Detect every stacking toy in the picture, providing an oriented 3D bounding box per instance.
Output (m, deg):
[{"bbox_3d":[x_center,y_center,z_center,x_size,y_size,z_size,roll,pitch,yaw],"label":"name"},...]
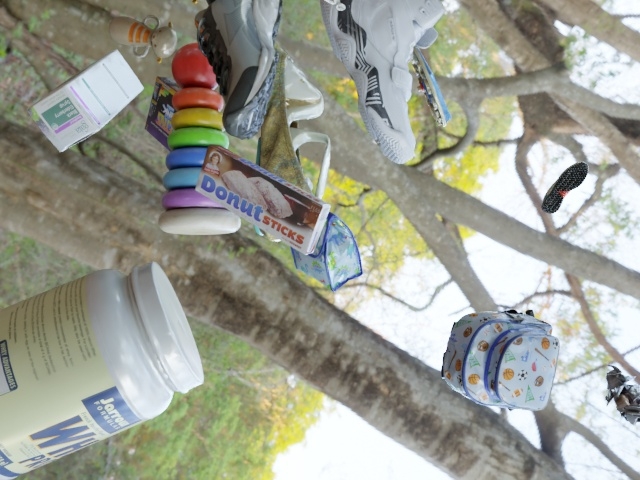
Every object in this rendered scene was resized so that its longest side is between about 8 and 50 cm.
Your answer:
[{"bbox_3d":[-0.210,-0.179,1.127,0.141,0.141,0.331,166,-76,-70],"label":"stacking toy"}]

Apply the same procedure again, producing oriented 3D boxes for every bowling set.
[{"bbox_3d":[-0.254,-0.429,0.958,0.287,0.154,0.200,-69,158,2],"label":"bowling set"}]

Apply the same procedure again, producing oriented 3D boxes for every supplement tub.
[{"bbox_3d":[-0.361,0.182,0.950,0.324,0.236,0.235,-22,-165,-6],"label":"supplement tub"}]

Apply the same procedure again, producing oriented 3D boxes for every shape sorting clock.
[{"bbox_3d":[0.239,-0.352,1.461,0.040,0.206,0.206,-26,-153,12],"label":"shape sorting clock"}]

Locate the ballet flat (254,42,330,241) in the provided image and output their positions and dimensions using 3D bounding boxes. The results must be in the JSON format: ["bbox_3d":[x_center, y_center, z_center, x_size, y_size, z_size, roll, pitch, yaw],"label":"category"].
[{"bbox_3d":[-0.044,-0.165,0.949,0.123,0.123,0.349,-41,-131,55],"label":"ballet flat"}]

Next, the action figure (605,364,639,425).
[{"bbox_3d":[0.700,0.375,1.341,0.185,0.285,0.099,-16,151,-42],"label":"action figure"}]

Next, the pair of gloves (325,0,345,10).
[{"bbox_3d":[-0.079,-0.408,0.870,0.042,0.240,0.204,-52,-125,20],"label":"pair of gloves"}]

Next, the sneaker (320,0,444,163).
[{"bbox_3d":[0.153,-0.342,1.232,0.210,0.366,0.137,-22,171,1],"label":"sneaker"}]

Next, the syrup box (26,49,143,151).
[{"bbox_3d":[-0.429,-0.265,1.200,0.093,0.096,0.237,-24,-156,20],"label":"syrup box"}]

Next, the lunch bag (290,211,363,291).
[{"bbox_3d":[0.000,0.000,1.187,0.096,0.151,0.128,-29,-146,-27],"label":"lunch bag"}]

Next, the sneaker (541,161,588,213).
[{"bbox_3d":[0.620,-0.146,1.645,0.161,0.057,0.075,-62,-179,37],"label":"sneaker"}]

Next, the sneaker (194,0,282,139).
[{"bbox_3d":[-0.107,-0.229,0.799,0.100,0.107,0.272,115,-21,-48],"label":"sneaker"}]

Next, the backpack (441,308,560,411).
[{"bbox_3d":[0.446,0.302,1.611,0.213,0.263,0.277,-178,-84,-73],"label":"backpack"}]

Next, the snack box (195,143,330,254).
[{"bbox_3d":[-0.073,-0.052,0.781,0.022,0.178,0.064,-16,131,-59],"label":"snack box"}]

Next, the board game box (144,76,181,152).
[{"bbox_3d":[-0.349,-0.294,1.547,0.170,0.048,0.141,39,-61,34],"label":"board game box"}]

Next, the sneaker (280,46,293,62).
[{"bbox_3d":[-0.155,-0.335,1.260,0.208,0.081,0.094,15,-100,38],"label":"sneaker"}]
